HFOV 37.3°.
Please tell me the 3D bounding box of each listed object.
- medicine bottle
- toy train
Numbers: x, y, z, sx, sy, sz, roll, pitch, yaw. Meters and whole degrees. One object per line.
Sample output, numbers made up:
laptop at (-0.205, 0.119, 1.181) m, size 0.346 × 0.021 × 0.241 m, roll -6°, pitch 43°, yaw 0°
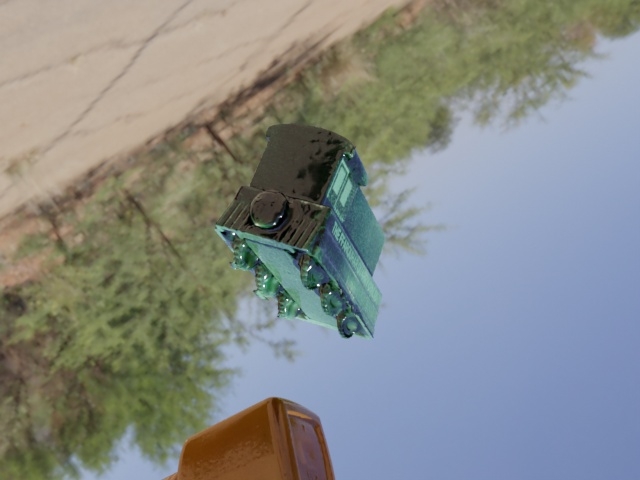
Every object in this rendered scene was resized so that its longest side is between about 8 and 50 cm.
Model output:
medicine bottle at (-0.100, 0.301, 1.148) m, size 0.222 × 0.149 × 0.112 m, roll -29°, pitch 144°, yaw 22°
toy train at (0.000, 0.000, 1.146) m, size 0.178 × 0.138 × 0.330 m, roll -69°, pitch 157°, yaw -17°
